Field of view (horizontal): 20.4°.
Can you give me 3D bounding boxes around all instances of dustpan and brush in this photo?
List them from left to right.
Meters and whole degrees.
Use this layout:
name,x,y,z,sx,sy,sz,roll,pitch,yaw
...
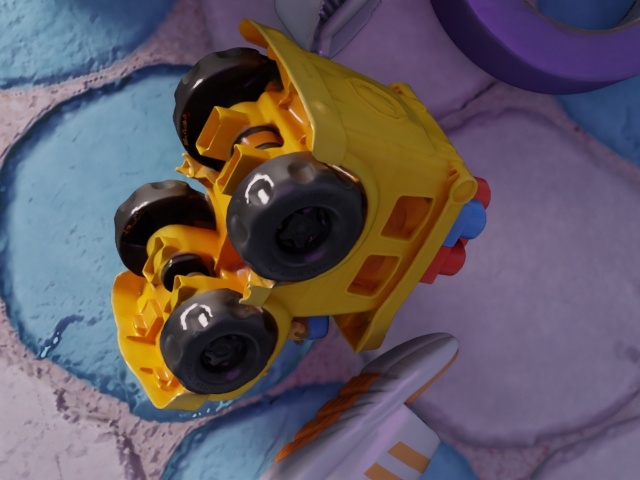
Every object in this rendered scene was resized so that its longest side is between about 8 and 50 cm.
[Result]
name,x,y,z,sx,sy,sz,roll,pitch,yaw
dustpan and brush,0.005,-0.140,1.125,0.060,0.147,0.211,44,108,8

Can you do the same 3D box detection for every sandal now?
name,x,y,z,sx,sy,sz,roll,pitch,yaw
sandal,0.002,0.166,1.116,0.265,0.102,0.076,-45,97,1

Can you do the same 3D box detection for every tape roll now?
name,x,y,z,sx,sy,sz,roll,pitch,yaw
tape roll,0.166,-0.193,1.158,0.189,0.080,0.189,0,87,-10

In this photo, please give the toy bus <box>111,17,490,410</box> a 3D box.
name,x,y,z,sx,sy,sz,roll,pitch,yaw
toy bus,0.000,0.000,1.092,0.211,0.149,0.220,13,120,-34
